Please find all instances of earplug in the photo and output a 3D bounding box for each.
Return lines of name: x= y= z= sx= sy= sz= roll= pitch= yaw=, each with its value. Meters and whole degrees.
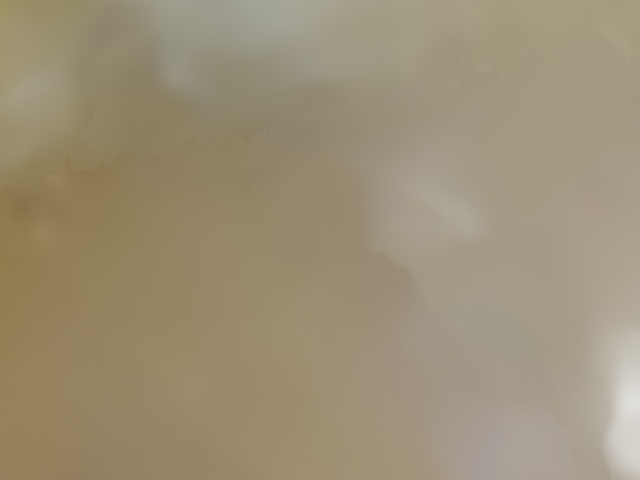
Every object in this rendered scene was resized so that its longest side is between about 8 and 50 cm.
earplug: x=0.000 y=0.000 z=0.531 sx=0.394 sy=0.313 sz=0.312 roll=-62 pitch=141 yaw=-68
